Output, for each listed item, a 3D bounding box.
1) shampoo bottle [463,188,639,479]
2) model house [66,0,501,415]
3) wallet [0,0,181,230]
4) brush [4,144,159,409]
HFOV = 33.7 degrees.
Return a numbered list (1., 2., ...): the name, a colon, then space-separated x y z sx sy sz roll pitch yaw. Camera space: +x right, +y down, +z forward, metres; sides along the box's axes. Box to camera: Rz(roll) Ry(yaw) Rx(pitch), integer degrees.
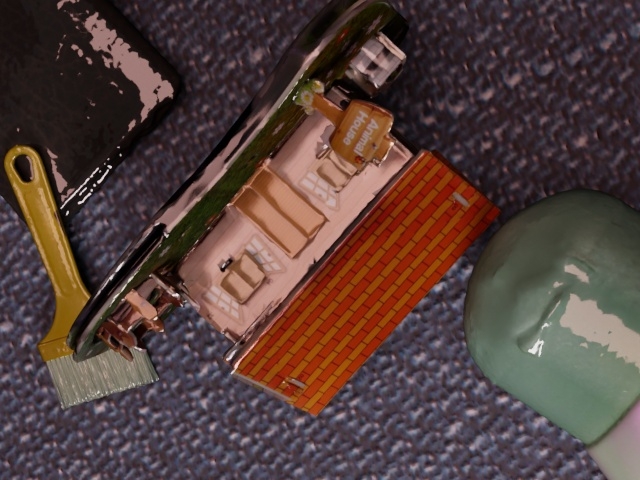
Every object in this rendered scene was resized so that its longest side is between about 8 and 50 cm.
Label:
1. shampoo bottle: 0.251 0.100 0.663 0.349 0.151 0.222 33 104 8
2. model house: -0.001 0.001 0.686 0.154 0.207 0.294 41 99 4
3. wallet: -0.263 -0.172 0.816 0.170 0.044 0.321 -44 86 10
4. brush: -0.195 0.025 0.804 0.083 0.011 0.205 -17 99 11
